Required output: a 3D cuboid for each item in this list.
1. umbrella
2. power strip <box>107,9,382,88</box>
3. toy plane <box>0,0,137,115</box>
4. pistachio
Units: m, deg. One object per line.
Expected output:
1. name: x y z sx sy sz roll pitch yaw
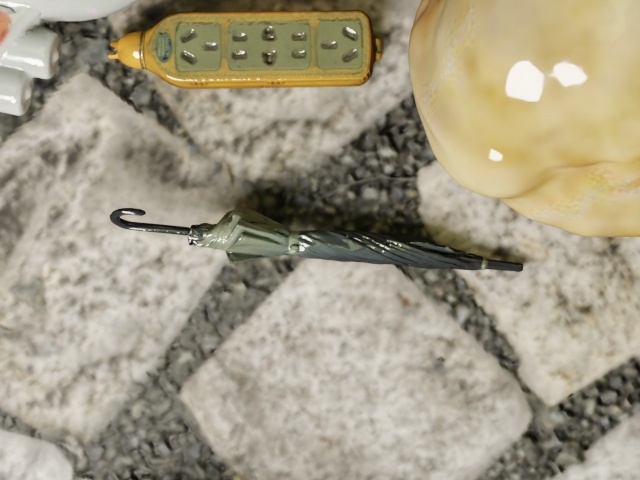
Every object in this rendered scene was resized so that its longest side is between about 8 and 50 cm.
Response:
1. umbrella: -0.002 0.002 0.772 0.269 0.044 0.044 8 66 -9
2. power strip: -0.049 -0.123 0.764 0.178 0.028 0.049 -1 93 0
3. toy plane: -0.219 -0.198 0.719 0.252 0.118 0.252 0 94 -2
4. pistachio: 0.198 -0.135 0.673 0.321 0.229 0.238 -36 58 -7
